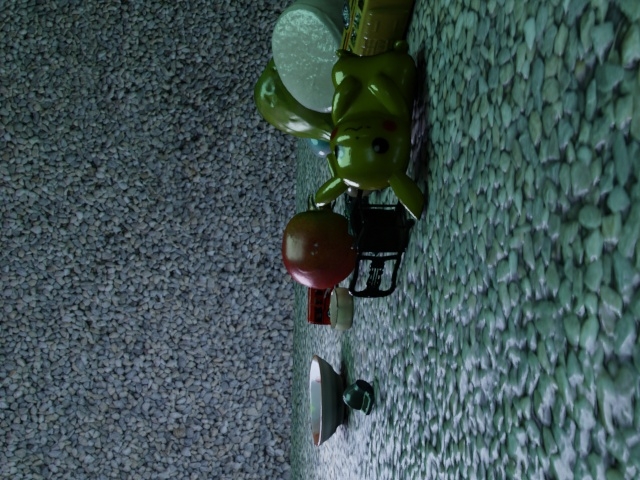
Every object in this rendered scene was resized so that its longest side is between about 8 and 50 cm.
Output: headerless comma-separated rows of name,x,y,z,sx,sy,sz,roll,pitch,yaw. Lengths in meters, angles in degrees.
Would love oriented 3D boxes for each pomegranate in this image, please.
pomegranate,0.000,0.000,2.036,0.221,0.220,0.257,-168,79,-83

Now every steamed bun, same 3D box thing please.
steamed bun,0.028,-0.455,1.846,0.282,0.177,0.283,28,134,32

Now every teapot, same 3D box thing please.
teapot,0.096,0.367,1.809,0.088,0.066,0.057,52,127,44

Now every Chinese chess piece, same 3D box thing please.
Chinese chess piece,0.059,0.191,2.148,0.122,0.051,0.122,-178,90,-81

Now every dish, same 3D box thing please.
dish,0.025,0.463,2.230,0.260,0.085,0.261,180,90,-81

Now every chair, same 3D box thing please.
chair,0.111,0.003,1.546,0.229,0.106,0.113,101,167,-48

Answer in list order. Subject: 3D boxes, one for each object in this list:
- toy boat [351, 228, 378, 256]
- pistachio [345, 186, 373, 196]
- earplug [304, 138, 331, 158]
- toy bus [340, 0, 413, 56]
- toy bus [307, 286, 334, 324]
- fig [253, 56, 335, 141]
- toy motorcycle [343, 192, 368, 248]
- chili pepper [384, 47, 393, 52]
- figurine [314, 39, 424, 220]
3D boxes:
toy boat,0.110,-0.004,1.768,0.141,0.060,0.055,-111,-1,-58
pistachio,0.091,-0.159,1.766,0.185,0.108,0.126,90,-158,-68
earplug,-0.001,-0.396,2.329,0.185,0.184,0.324,110,154,-68
toy bus,0.121,-0.483,1.532,0.336,0.121,0.123,103,160,-55
toy bus,0.006,0.165,2.402,0.081,0.089,0.195,-156,68,-82
fig,-0.037,-0.403,2.141,0.233,0.314,0.233,-56,-19,-31
toy motorcycle,0.091,-0.062,1.918,0.173,0.058,0.100,-100,10,-53
chili pepper,0.134,-0.301,1.620,0.224,0.060,0.098,104,165,-54
figurine,0.088,-0.205,1.431,0.169,0.218,0.327,44,-132,-55
